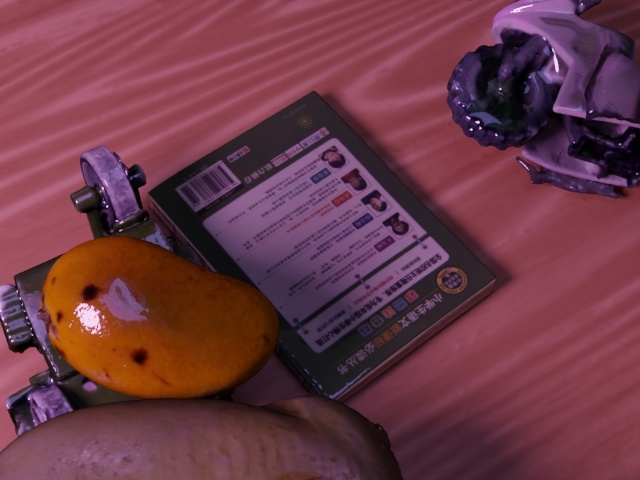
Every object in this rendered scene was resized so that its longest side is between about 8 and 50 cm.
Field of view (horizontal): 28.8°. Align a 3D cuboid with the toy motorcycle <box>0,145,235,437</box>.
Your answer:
[{"bbox_3d":[-0.178,0.072,1.024,0.205,0.127,0.275,-26,73,-18],"label":"toy motorcycle"}]

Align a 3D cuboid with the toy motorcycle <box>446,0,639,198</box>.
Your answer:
[{"bbox_3d":[0.283,-0.140,1.183,0.327,0.143,0.188,15,59,-6],"label":"toy motorcycle"}]

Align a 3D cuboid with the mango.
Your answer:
[{"bbox_3d":[-0.121,0.063,0.927,0.178,0.090,0.115,24,59,-12],"label":"mango"}]

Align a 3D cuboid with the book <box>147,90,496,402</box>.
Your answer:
[{"bbox_3d":[0.000,0.000,1.133,0.202,0.027,0.264,-34,68,-24],"label":"book"}]

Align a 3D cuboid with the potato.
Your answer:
[{"bbox_3d":[-0.091,0.232,0.866,0.327,0.221,0.243,0,64,-8],"label":"potato"}]
